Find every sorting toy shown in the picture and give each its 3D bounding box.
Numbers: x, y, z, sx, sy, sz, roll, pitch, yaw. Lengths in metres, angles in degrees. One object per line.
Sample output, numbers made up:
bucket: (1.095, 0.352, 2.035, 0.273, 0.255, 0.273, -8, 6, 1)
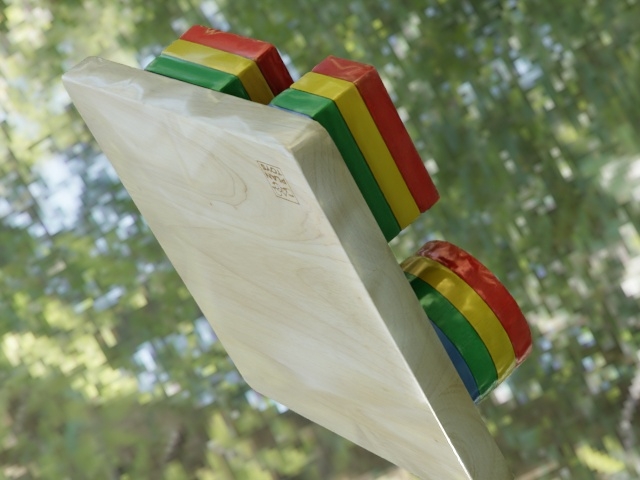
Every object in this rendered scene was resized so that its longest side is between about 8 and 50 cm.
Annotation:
sorting toy: (0.000, 0.000, 1.065, 0.257, 0.089, 0.255, 21, 146, 54)
